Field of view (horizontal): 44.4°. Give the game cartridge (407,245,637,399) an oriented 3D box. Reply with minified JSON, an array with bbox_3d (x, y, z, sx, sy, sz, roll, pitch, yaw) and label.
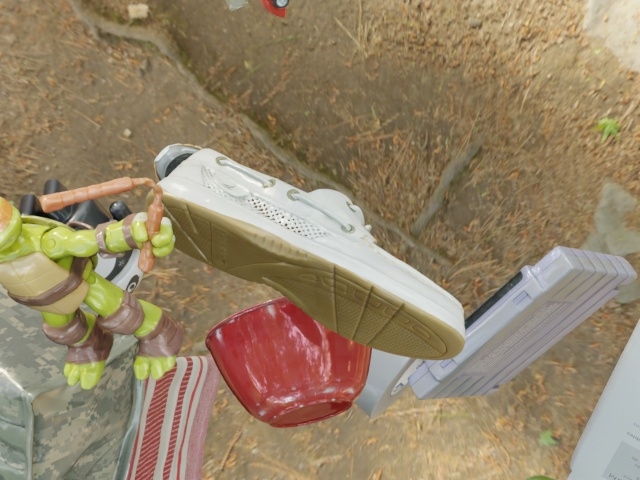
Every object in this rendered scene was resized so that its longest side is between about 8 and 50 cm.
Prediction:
[{"bbox_3d":[0.325,0.142,1.292,0.355,0.230,0.068,-48,49,30],"label":"game cartridge"}]

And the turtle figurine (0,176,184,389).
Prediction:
[{"bbox_3d":[-0.212,0.034,0.589,0.269,0.217,0.087,-19,50,8],"label":"turtle figurine"}]

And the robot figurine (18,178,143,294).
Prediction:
[{"bbox_3d":[-0.473,0.013,1.552,0.209,0.278,0.173,-4,45,37],"label":"robot figurine"}]

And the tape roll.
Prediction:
[{"bbox_3d":[0.137,0.215,1.414,0.072,0.219,0.219,39,90,18],"label":"tape roll"}]

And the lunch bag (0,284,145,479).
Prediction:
[{"bbox_3d":[-0.323,0.188,0.823,0.235,0.169,0.287,27,123,26],"label":"lunch bag"}]

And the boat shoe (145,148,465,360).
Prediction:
[{"bbox_3d":[0.000,0.000,0.634,0.277,0.098,0.096,28,56,5],"label":"boat shoe"}]

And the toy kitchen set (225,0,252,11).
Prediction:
[{"bbox_3d":[-0.131,-0.378,1.135,0.068,0.083,0.075,-15,116,30],"label":"toy kitchen set"}]

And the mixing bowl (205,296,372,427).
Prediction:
[{"bbox_3d":[-0.020,0.131,0.802,0.181,0.181,0.098,-18,66,5],"label":"mixing bowl"}]

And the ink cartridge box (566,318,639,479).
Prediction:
[{"bbox_3d":[0.377,0.186,0.619,0.309,0.272,0.130,29,46,24],"label":"ink cartridge box"}]

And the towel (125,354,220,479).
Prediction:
[{"bbox_3d":[-0.230,0.299,1.214,0.037,0.329,0.237,8,84,10],"label":"towel"}]

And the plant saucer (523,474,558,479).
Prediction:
[{"bbox_3d":[0.444,0.561,1.470,0.037,0.241,0.241,1,84,-25],"label":"plant saucer"}]

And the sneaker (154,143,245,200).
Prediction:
[{"bbox_3d":[-0.153,-0.060,1.142,0.084,0.215,0.083,-45,37,3],"label":"sneaker"}]

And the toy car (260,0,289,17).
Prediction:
[{"bbox_3d":[-0.072,-0.432,0.994,0.053,0.239,0.225,-6,77,-10],"label":"toy car"}]
